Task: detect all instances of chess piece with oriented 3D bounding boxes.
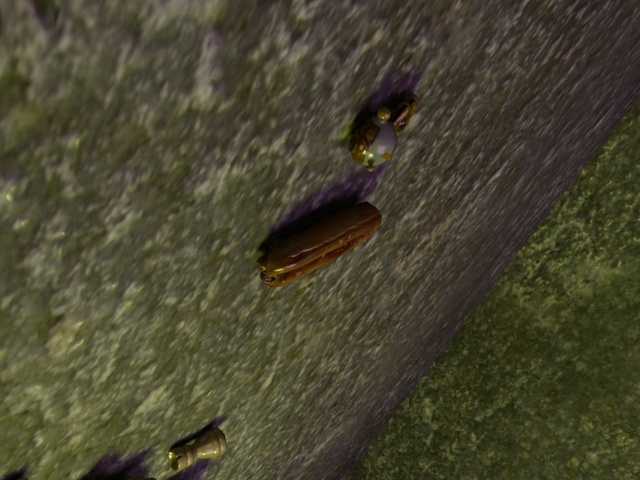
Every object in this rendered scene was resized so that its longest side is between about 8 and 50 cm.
[{"bbox_3d":[-0.275,0.464,1.385,0.122,0.066,0.066,-9,139,-44],"label":"chess piece"}]

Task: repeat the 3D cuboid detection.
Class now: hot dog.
[{"bbox_3d":[0.000,0.000,1.054,0.250,0.068,0.100,-27,164,-30],"label":"hot dog"}]

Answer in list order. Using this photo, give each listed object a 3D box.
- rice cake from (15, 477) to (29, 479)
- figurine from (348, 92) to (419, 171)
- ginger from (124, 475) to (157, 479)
[{"bbox_3d":[-0.520,0.462,1.009,0.080,0.042,0.221,-13,142,-43],"label":"rice cake"},{"bbox_3d":[0.098,-0.166,0.952,0.143,0.068,0.101,-44,170,-47],"label":"figurine"},{"bbox_3d":[-0.408,0.553,1.231,0.219,0.123,0.270,-47,156,0],"label":"ginger"}]
